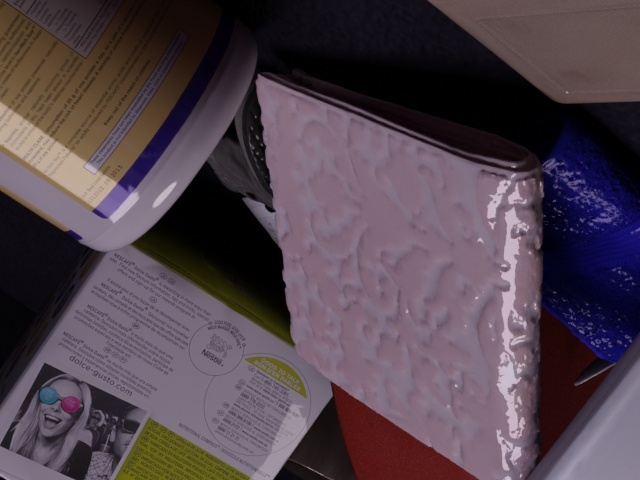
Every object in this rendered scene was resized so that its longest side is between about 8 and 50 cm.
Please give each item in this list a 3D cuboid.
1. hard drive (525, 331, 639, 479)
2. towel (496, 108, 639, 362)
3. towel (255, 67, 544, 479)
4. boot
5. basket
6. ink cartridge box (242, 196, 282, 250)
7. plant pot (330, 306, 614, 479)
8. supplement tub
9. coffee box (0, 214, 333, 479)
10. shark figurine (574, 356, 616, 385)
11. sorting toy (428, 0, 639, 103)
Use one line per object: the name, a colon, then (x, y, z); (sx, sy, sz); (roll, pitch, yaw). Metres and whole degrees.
hard drive: (0.338, 0.158, 0.959); (0.233, 0.353, 0.047); (29, -155, -3)
towel: (0.236, 0.012, 1.059); (0.308, 0.076, 0.227); (36, 161, -21)
towel: (0.072, 0.030, 1.070); (0.317, 0.053, 0.332); (29, 136, 43)
boot: (-0.078, -0.093, 1.236); (0.161, 0.083, 0.246); (25, 161, 29)
basket: (0.038, 0.231, 1.691); (0.154, 0.227, 0.204); (16, 158, 32)
ink cartridge box: (0.000, 0.000, 1.458); (0.179, 0.045, 0.145); (54, 155, -15)
plant pot: (0.167, 0.158, 1.303); (0.267, 0.267, 0.236); (7, 138, 48)
supplement tub: (-0.246, -0.170, 1.006); (0.331, 0.241, 0.241); (35, 161, -19)
coffee box: (-0.216, 0.178, 1.605); (0.338, 0.334, 0.337); (34, -175, -14)
shark figurine: (0.404, 0.163, 1.167); (0.278, 0.116, 0.166); (27, 161, -1)
sorting toy: (0.187, -0.131, 0.740); (0.196, 0.047, 0.347); (9, 170, 38)
